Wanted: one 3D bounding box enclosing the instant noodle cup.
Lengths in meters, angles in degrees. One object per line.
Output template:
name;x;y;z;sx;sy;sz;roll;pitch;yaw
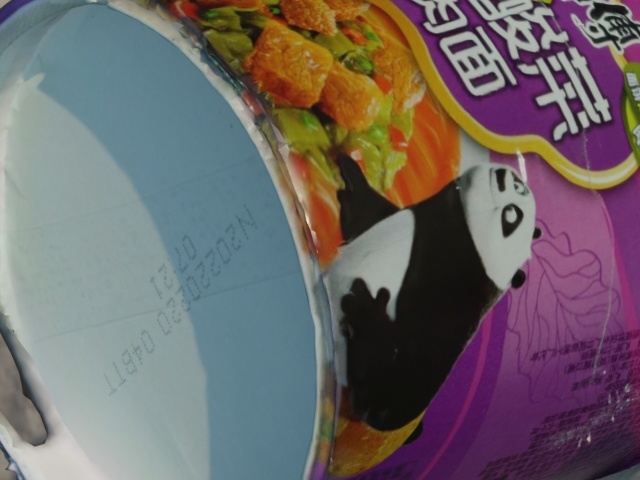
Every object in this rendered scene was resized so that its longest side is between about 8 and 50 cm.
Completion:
instant noodle cup;0.000;0.000;0.590;0.251;0.190;0.251;16;113;42
